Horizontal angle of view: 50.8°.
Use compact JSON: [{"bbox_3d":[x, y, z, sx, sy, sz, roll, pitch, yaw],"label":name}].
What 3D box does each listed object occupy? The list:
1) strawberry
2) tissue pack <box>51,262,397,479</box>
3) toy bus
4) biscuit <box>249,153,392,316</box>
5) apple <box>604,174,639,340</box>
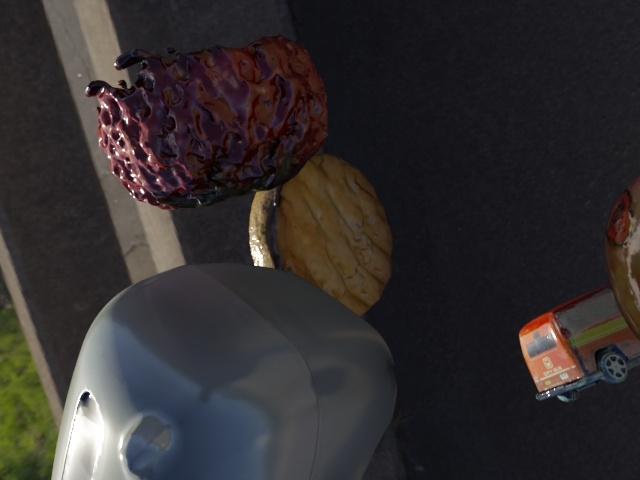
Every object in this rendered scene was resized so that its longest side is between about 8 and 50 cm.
[{"bbox_3d":[-0.062,-0.066,0.408,0.145,0.145,0.086,-8,97,44],"label":"strawberry"},{"bbox_3d":[-0.102,0.194,0.563,0.229,0.235,0.333,34,115,39],"label":"tissue pack"},{"bbox_3d":[0.397,0.120,0.901,0.120,0.265,0.121,66,157,17],"label":"toy bus"},{"bbox_3d":[0.000,0.000,1.132,0.102,0.296,0.297,-12,101,45],"label":"biscuit"},{"bbox_3d":[0.305,0.010,0.464,0.209,0.209,0.164,48,156,15],"label":"apple"}]
